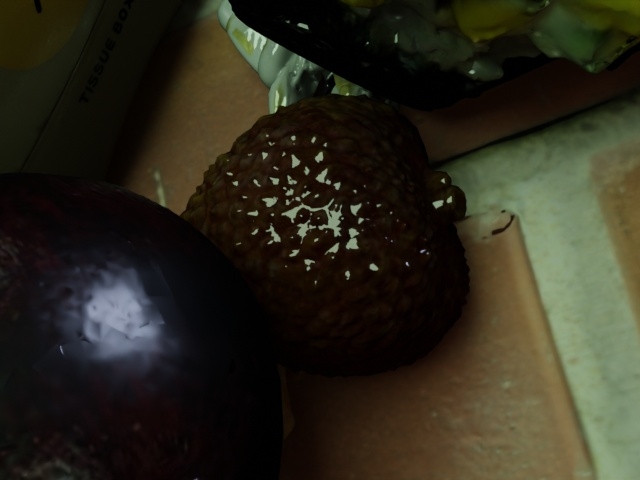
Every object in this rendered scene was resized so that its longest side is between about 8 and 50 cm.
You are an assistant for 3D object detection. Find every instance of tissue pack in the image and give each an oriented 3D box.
[{"bbox_3d":[-0.270,-0.184,0.878,0.267,0.277,0.387,19,81,30],"label":"tissue pack"}]

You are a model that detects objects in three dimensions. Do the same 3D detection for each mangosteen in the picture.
[{"bbox_3d":[-0.187,0.100,0.636,0.347,0.307,0.306,27,85,37],"label":"mangosteen"}]

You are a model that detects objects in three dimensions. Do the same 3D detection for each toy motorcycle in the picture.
[{"bbox_3d":[-0.010,-0.166,0.871,0.151,0.074,0.228,-11,71,23],"label":"toy motorcycle"}]

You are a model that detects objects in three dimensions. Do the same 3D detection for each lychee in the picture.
[{"bbox_3d":[0.006,0.001,0.746,0.195,0.194,0.194,-7,71,21],"label":"lychee"}]

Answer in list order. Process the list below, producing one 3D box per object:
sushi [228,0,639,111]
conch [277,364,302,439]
[{"bbox_3d":[0.103,-0.222,0.650,0.328,0.328,0.285,-60,28,10],"label":"sushi"},{"bbox_3d":[-0.146,0.074,0.821,0.255,0.127,0.158,3,74,24],"label":"conch"}]
